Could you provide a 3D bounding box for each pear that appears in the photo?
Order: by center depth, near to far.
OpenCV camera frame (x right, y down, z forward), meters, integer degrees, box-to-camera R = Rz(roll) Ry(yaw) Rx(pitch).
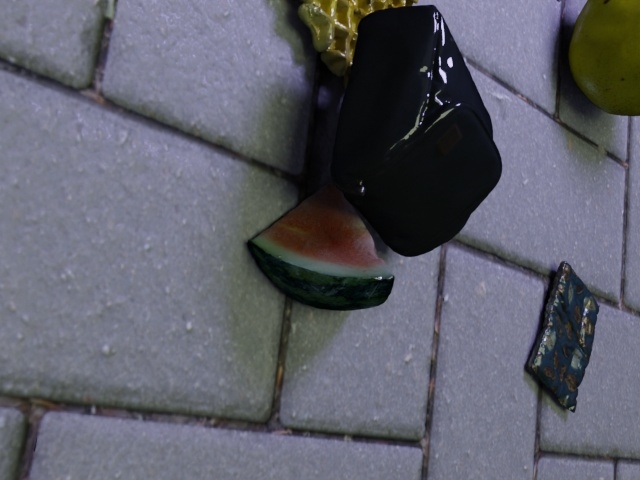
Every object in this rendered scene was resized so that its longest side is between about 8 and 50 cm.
[{"bbox_3d":[0.650,-0.392,1.646,0.294,0.294,0.294,5,82,-45],"label":"pear"}]

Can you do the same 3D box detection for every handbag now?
[{"bbox_3d":[0.149,-0.133,1.113,0.302,0.178,0.275,46,45,-55],"label":"handbag"}]

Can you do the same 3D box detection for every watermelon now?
[{"bbox_3d":[-0.007,0.023,1.099,0.207,0.136,0.202,19,31,-16],"label":"watermelon"}]

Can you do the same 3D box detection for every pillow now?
[{"bbox_3d":[0.487,0.187,1.586,0.189,0.034,0.255,42,58,-34],"label":"pillow"}]

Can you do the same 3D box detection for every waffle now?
[{"bbox_3d":[0.050,-0.355,1.181,0.250,0.056,0.261,-43,120,-38],"label":"waffle"}]
